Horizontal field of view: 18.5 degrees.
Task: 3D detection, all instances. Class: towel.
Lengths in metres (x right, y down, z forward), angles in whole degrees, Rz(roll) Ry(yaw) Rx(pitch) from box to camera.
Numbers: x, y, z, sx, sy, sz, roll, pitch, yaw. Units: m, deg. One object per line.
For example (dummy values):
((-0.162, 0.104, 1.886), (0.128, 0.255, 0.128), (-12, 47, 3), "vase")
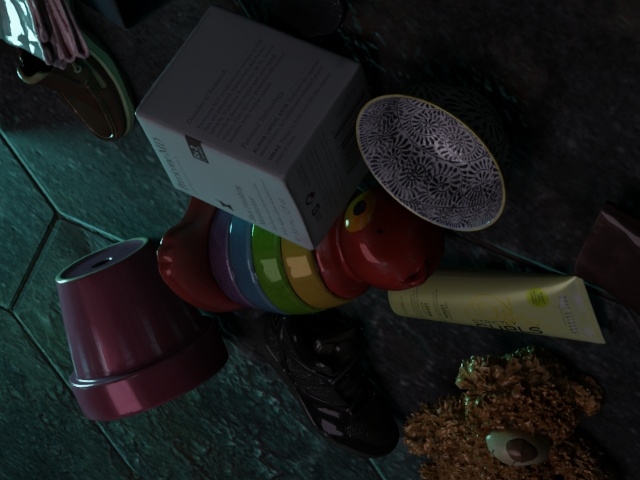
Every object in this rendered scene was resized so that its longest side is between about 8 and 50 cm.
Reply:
((-0.345, -0.329, 1.937), (0.317, 0.053, 0.332), (66, 167, -19), "towel")

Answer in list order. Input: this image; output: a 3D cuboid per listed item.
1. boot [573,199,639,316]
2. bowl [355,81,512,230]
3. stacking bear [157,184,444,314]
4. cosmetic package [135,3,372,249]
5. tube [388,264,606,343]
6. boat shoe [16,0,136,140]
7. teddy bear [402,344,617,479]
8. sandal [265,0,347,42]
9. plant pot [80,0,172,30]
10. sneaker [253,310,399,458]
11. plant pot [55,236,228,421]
((0.346, 0.026, 1.813), (0.207, 0.090, 0.248), (33, 151, 9), "boot")
((0.126, -0.098, 1.905), (0.170, 0.080, 0.170), (27, 145, 21), "bowl")
((0.000, 0.000, 2.096), (0.289, 0.175, 0.164), (-2, 144, 37), "stacking bear")
((-0.057, -0.115, 1.984), (0.183, 0.151, 0.151), (24, 159, 25), "cosmetic package")
((0.183, 0.061, 2.066), (0.240, 0.062, 0.070), (6, 175, 36), "tube")
((-0.304, -0.205, 2.213), (0.095, 0.095, 0.257), (2, 132, 45), "boat shoe")
((0.209, 0.249, 2.218), (0.245, 0.113, 0.338), (40, 149, -3), "teddy bear")
((-0.011, -0.230, 1.935), (0.067, 0.040, 0.179), (50, 162, -4), "sandal")
((-0.220, -0.342, 1.895), (0.234, 0.165, 0.165), (28, 148, 42), "plant pot")
((0.026, 0.167, 2.332), (0.227, 0.087, 0.130), (53, 153, -9), "sneaker")
((-0.239, 0.103, 2.452), (0.201, 0.201, 0.180), (-6, 111, 50), "plant pot")
